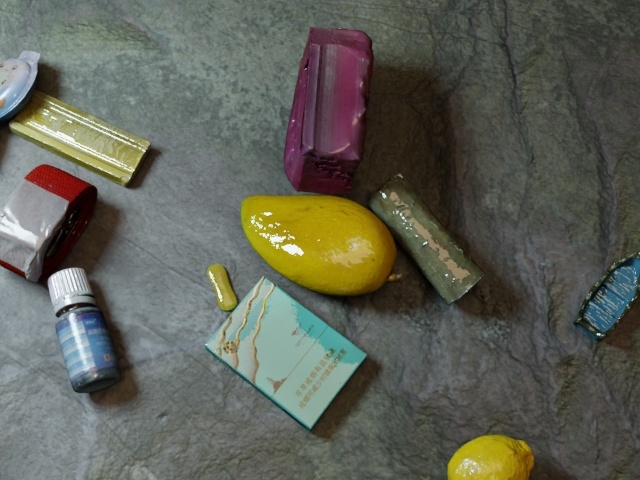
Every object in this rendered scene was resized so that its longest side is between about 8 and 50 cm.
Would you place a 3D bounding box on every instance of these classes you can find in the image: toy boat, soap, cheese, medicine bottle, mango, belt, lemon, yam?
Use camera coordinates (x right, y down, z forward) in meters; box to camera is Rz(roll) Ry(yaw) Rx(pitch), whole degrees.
[{"bbox_3d":[0.524,0.093,1.508,0.075,0.077,0.185,39,72,11],"label":"toy boat"},{"bbox_3d":[-0.441,-0.189,1.563,0.252,0.037,0.092,26,71,5],"label":"soap"},{"bbox_3d":[-0.594,-0.250,1.548,0.135,0.052,0.245,17,70,39],"label":"cheese"},{"bbox_3d":[-0.399,0.148,1.415,0.083,0.083,0.203,-20,72,-11],"label":"medicine bottle"},{"bbox_3d":[0.016,-0.243,1.516,0.127,0.220,0.325,11,65,-8],"label":"soap"},{"bbox_3d":[0.000,0.000,1.483,0.316,0.119,0.177,20,70,10],"label":"mango"},{"bbox_3d":[-0.485,-0.035,1.453,0.124,0.128,0.201,26,66,6],"label":"belt"},{"bbox_3d":[0.273,0.371,1.364,0.155,0.114,0.114,-28,74,-9],"label":"lemon"},{"bbox_3d":[-0.173,0.082,1.494,0.034,0.012,0.089,-21,72,-11],"label":"soap"},{"bbox_3d":[0.183,-0.007,1.512,0.093,0.093,0.259,-34,75,-15],"label":"yam"}]

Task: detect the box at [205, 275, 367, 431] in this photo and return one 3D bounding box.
[{"bbox_3d":[-0.058,0.190,1.446,0.229,0.041,0.162,36,71,9],"label":"box"}]
